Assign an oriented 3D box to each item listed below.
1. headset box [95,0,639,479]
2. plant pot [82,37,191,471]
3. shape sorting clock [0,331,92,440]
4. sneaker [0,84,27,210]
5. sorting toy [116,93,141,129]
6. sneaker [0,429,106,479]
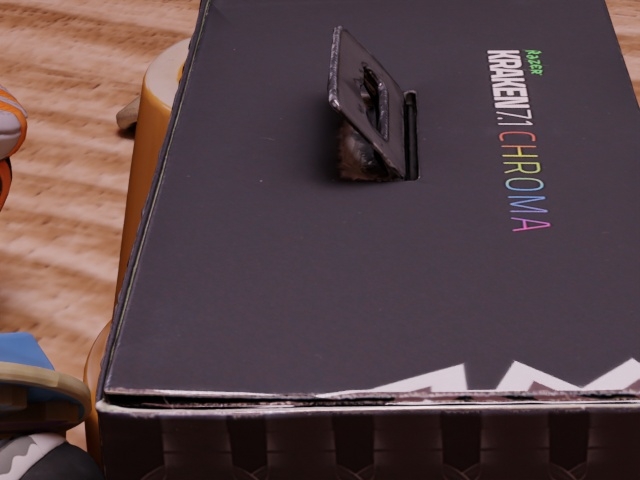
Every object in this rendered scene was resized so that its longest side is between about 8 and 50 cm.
[{"bbox_3d":[0.027,0.080,0.480,0.131,0.283,0.246,-1,29,3],"label":"headset box"},{"bbox_3d":[-0.003,0.014,0.703,0.205,0.187,0.205,-2,28,1],"label":"plant pot"},{"bbox_3d":[-0.192,0.074,0.654,0.206,0.040,0.206,-9,-13,-2],"label":"shape sorting clock"},{"bbox_3d":[-0.303,-0.017,0.766,0.321,0.180,0.124,14,20,-30],"label":"sneaker"},{"bbox_3d":[0.031,-0.132,1.129,0.229,0.041,0.307,10,31,21],"label":"sorting toy"},{"bbox_3d":[-0.107,0.170,0.550,0.124,0.107,0.283,31,24,0],"label":"sneaker"}]
